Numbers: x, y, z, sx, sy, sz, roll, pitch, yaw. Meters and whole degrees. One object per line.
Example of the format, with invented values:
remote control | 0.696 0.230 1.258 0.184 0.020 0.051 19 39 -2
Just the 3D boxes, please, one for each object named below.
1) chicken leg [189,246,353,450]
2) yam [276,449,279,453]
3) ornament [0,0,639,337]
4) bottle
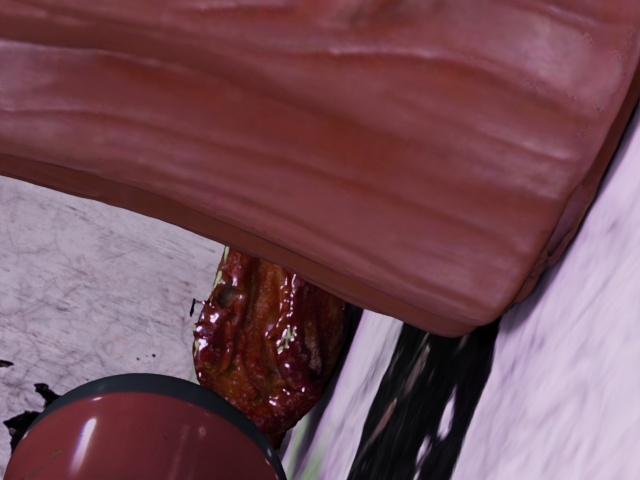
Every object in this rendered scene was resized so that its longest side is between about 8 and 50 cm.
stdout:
chicken leg | 0.000 -0.007 0.918 0.177 0.083 0.322 83 -157 -68
yam | -0.060 0.140 1.055 0.264 0.046 0.046 135 157 -77
ornament | -0.012 -0.088 0.519 0.235 0.217 0.221 118 172 -55
bottle | -0.093 0.194 0.631 0.336 0.144 0.144 -83 16 -65
